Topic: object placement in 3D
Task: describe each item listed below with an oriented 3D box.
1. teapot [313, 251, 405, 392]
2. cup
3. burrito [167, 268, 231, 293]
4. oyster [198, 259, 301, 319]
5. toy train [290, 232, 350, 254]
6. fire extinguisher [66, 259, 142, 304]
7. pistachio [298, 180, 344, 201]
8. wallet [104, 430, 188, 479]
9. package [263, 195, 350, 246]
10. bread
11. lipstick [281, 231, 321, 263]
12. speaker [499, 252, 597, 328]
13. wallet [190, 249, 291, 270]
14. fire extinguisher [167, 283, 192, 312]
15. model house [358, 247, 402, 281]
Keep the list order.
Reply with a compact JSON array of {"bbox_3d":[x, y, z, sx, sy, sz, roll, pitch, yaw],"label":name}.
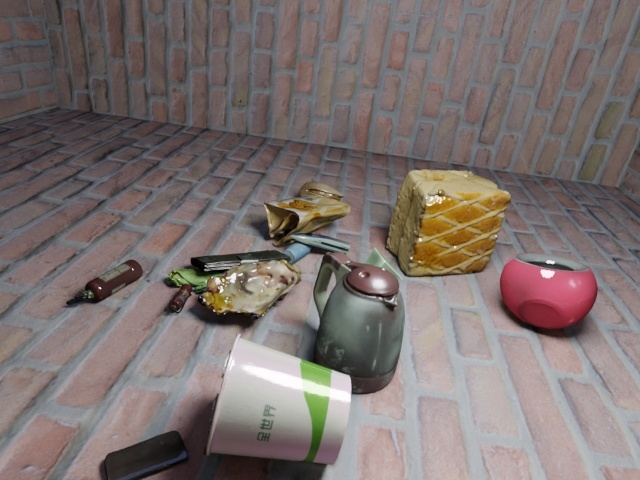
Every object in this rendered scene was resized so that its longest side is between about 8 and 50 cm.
[{"bbox_3d":[0.090,0.191,1.228,0.234,0.311,0.315,-13,34,-38],"label":"teapot"},{"bbox_3d":[-0.085,0.352,0.969,0.274,0.252,0.253,13,27,-3],"label":"cup"},{"bbox_3d":[-0.363,0.133,1.510,0.289,0.054,0.104,2,30,-13],"label":"burrito"},{"bbox_3d":[-0.212,0.148,1.453,0.222,0.096,0.361,30,36,15],"label":"oyster"},{"bbox_3d":[0.000,0.001,1.762,0.252,0.048,0.055,16,25,-30],"label":"toy train"},{"bbox_3d":[-0.674,0.139,1.413,0.099,0.071,0.231,-10,18,32],"label":"fire extinguisher"},{"bbox_3d":[0.003,-0.217,2.192,0.224,0.126,0.152,13,-8,10],"label":"pistachio"},{"bbox_3d":[-0.360,0.449,0.937,0.157,0.018,0.082,-11,33,-31],"label":"wallet"},{"bbox_3d":[-0.059,-0.079,1.873,0.222,0.164,0.311,19,23,36],"label":"package"},{"bbox_3d":[0.485,-0.077,1.772,0.391,0.370,0.279,-5,29,-20],"label":"bread"},{"bbox_3d":[-0.062,0.021,1.786,0.068,0.061,0.274,17,24,20],"label":"lipstick"},{"bbox_3d":[0.759,0.150,1.518,0.295,0.293,0.294,6,28,-3],"label":"speaker"},{"bbox_3d":[-0.278,0.068,1.590,0.317,0.044,0.169,-3,8,-30],"label":"wallet"},{"bbox_3d":[-0.435,0.182,1.397,0.039,0.056,0.132,-17,22,12],"label":"fire extinguisher"},{"bbox_3d":[0.186,0.127,1.581,0.127,0.149,0.100,44,7,-31],"label":"model house"}]
